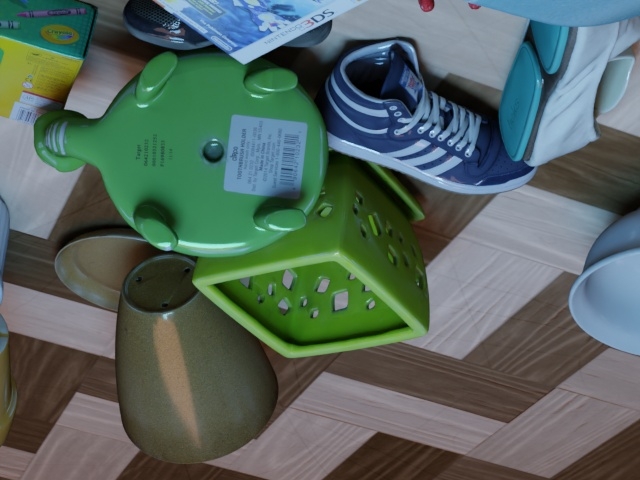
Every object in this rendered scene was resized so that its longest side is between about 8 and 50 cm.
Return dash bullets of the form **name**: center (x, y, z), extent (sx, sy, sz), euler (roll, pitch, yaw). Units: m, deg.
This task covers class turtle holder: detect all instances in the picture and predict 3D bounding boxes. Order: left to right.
- **turtle holder**: center (-0.151, -0.089, 1.876), extent (0.320, 0.243, 0.227), euler (-23, -177, -1)

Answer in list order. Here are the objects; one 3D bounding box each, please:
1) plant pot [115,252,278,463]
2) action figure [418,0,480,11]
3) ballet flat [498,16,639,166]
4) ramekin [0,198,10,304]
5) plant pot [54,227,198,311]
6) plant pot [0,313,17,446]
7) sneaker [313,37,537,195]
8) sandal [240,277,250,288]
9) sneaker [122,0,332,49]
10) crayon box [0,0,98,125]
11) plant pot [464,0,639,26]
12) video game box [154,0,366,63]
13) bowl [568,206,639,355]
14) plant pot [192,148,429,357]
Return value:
- **plant pot**: center (-0.195, 0.147, 2.301), extent (0.237, 0.237, 0.254), euler (1, 135, 12)
- **action figure**: center (0.104, -0.332, 1.594), extent (0.091, 0.139, 0.280), euler (-3, 170, 13)
- **ballet flat**: center (0.277, -0.211, 1.727), extent (0.139, 0.139, 0.400), euler (7, 154, 2)
- **ramekin**: center (-0.566, -0.003, 2.255), extent (0.277, 0.135, 0.277), euler (6, 151, 3)
- **plant pot**: center (-0.269, 0.043, 2.364), extent (0.236, 0.032, 0.236), euler (5, 150, 3)
- **plant pot**: center (-0.513, 0.182, 2.250), extent (0.205, 0.205, 0.188), euler (15, 134, -11)
- **sneaker**: center (0.133, -0.143, 1.882), extent (0.282, 0.099, 0.153), euler (14, 151, -4)
- **sandal**: center (-0.121, 0.002, 2.206), extent (0.079, 0.088, 0.240), euler (-10, 139, 24)
- **sneaker**: center (-0.103, -0.270, 1.739), extent (0.227, 0.087, 0.130), euler (2, 148, 5)
- **crayon box**: center (-0.415, -0.235, 1.873), extent (0.278, 0.081, 0.165), euler (16, 149, -14)
- **plant pot**: center (0.280, -0.320, 1.413), extent (0.247, 0.247, 0.252), euler (-18, 158, 37)
- **video game box**: center (-0.078, -0.271, 1.605), extent (0.187, 0.048, 0.205), euler (-25, 139, 35)
- **bowl**: center (0.466, 0.031, 2.063), extent (0.297, 0.134, 0.298), euler (5, 150, 3)
- **plant pot**: center (0.000, 0.000, 2.051), extent (0.228, 0.207, 0.227), euler (-12, 145, 30)
